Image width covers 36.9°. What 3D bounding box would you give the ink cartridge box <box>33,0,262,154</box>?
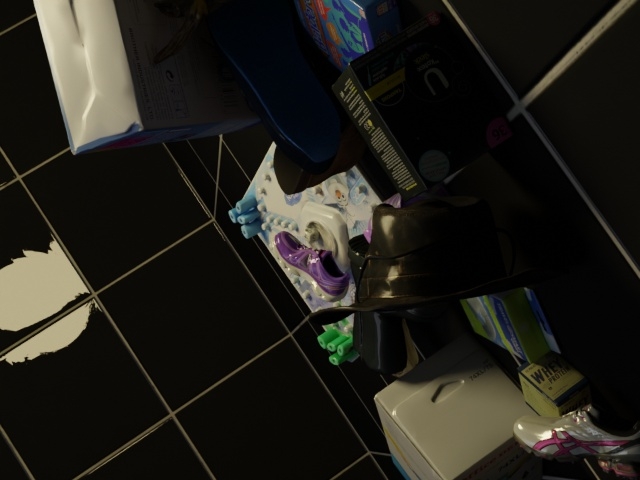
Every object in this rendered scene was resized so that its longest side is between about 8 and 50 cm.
[{"bbox_3d":[-0.208,-0.286,1.417,0.151,0.395,0.270,-10,94,35],"label":"ink cartridge box"}]

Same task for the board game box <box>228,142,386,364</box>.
[{"bbox_3d":[0.000,0.000,1.727,0.390,0.050,0.390,54,147,13],"label":"board game box"}]

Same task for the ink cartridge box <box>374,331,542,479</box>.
[{"bbox_3d":[0.237,0.333,1.609,0.197,0.198,0.270,49,166,35],"label":"ink cartridge box"}]

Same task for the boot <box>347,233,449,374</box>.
[{"bbox_3d":[0.122,0.124,1.493,0.246,0.094,0.207,40,142,53],"label":"boot"}]

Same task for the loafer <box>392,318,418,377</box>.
[{"bbox_3d":[0.118,0.129,1.791,0.102,0.092,0.269,-22,96,60],"label":"loafer"}]

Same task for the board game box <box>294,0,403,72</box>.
[{"bbox_3d":[0.032,-0.279,1.211,0.210,0.047,0.160,48,165,41],"label":"board game box"}]

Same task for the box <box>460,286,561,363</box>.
[{"bbox_3d":[0.252,0.100,1.330,0.109,0.042,0.178,62,168,-19],"label":"box"}]

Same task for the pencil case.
[{"bbox_3d":[0.126,-0.030,1.383,0.086,0.088,0.206,59,169,3],"label":"pencil case"}]

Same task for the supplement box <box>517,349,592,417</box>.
[{"bbox_3d":[0.319,0.205,1.299,0.083,0.056,0.083,43,162,47],"label":"supplement box"}]

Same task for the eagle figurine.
[{"bbox_3d":[-0.134,-0.376,1.152,0.298,0.225,0.226,83,-166,-68],"label":"eagle figurine"}]

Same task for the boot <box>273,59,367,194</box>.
[{"bbox_3d":[0.025,-0.176,1.424,0.112,0.115,0.305,68,153,18],"label":"boot"}]

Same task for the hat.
[{"bbox_3d":[0.123,0.013,1.144,0.331,0.331,0.134,149,109,-78],"label":"hat"}]

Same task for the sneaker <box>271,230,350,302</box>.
[{"bbox_3d":[-0.011,0.032,1.677,0.170,0.068,0.071,38,126,19],"label":"sneaker"}]

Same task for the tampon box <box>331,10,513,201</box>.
[{"bbox_3d":[0.111,-0.146,1.069,0.161,0.120,0.101,57,169,-1],"label":"tampon box"}]

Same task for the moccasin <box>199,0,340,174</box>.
[{"bbox_3d":[-0.081,-0.234,1.334,0.117,0.137,0.342,94,157,-67],"label":"moccasin"}]

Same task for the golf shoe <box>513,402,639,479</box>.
[{"bbox_3d":[0.332,0.238,1.211,0.186,0.067,0.086,4,108,35],"label":"golf shoe"}]
